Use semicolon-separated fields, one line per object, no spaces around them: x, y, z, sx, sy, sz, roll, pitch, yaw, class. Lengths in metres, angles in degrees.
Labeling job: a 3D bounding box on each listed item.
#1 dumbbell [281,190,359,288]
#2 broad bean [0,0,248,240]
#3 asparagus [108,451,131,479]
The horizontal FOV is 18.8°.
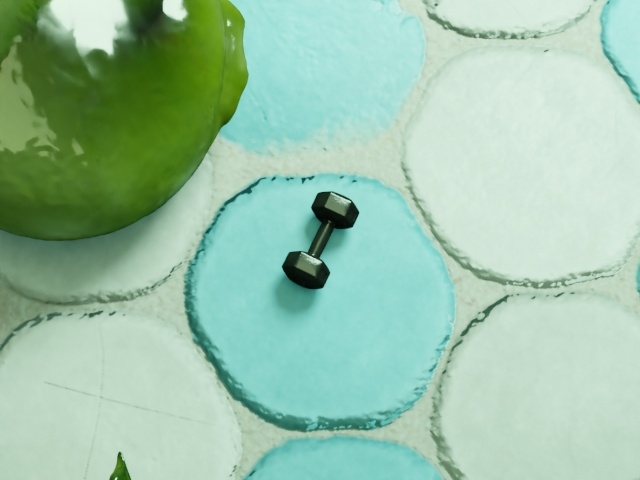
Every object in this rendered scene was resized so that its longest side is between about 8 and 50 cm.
0.000;0.000;1.615;0.040;0.036;0.083;26;72;0;dumbbell
-0.193;-0.130;1.577;0.291;0.119;0.238;-41;95;-23;broad bean
-0.127;0.329;1.480;0.085;0.082;0.343;-20;75;-7;asparagus
